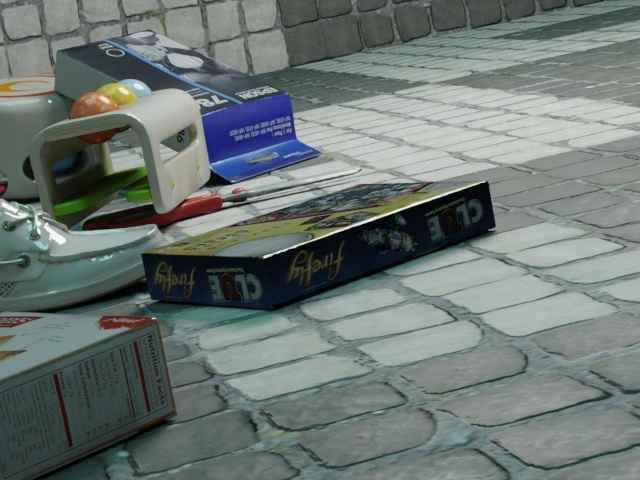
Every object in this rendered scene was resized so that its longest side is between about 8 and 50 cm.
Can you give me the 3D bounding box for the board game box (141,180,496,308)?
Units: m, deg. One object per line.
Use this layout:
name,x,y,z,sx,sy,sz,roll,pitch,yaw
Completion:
board game box,0.000,0.000,1.405,0.243,0.042,0.165,-19,13,-37

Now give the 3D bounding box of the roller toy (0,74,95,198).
roller toy,-0.386,-0.133,2.281,0.209,0.146,0.191,2,17,15

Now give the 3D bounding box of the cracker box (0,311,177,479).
cracker box,-0.221,0.103,0.993,0.156,0.067,0.232,-1,14,44

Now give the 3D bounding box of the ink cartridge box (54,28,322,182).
ink cartridge box,-0.165,-0.175,2.151,0.333,0.065,0.165,28,32,33

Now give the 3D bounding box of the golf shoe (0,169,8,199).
golf shoe,-0.392,-0.003,1.564,0.105,0.120,0.273,11,13,37

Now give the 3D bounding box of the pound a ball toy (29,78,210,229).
pound a ball toy,-0.253,-0.090,1.821,0.208,0.135,0.319,-10,8,9

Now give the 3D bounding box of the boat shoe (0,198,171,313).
boat shoe,-0.267,0.011,1.477,0.277,0.096,0.098,-11,10,1

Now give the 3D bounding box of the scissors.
scissors,-0.107,-0.047,1.849,0.297,0.021,0.109,-17,9,-20
